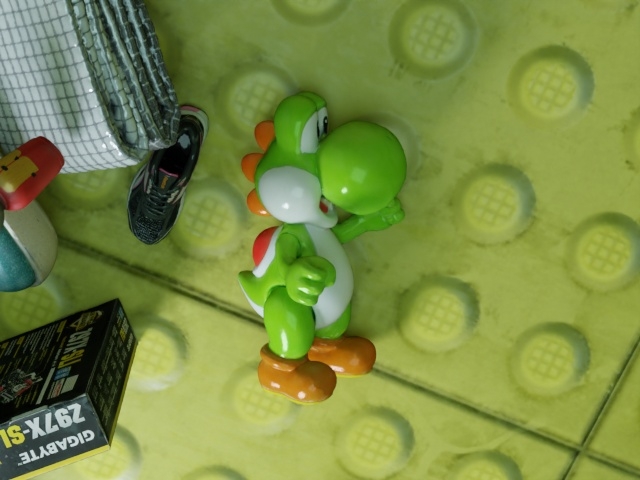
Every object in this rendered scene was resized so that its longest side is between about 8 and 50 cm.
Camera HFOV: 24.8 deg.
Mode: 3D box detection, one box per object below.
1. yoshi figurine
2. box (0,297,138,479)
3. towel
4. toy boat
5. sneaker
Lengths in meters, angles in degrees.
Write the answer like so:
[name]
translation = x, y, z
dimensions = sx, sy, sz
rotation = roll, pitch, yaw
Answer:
[yoshi figurine]
translation = 0.020, 0.005, 1.747
dimensions = 0.203, 0.203, 0.362
rotation = -6, 106, -17
[box]
translation = -0.358, 0.192, 1.712
dimensions = 0.257, 0.322, 0.079
rotation = -19, 106, 4
[towel]
translation = -0.292, -0.219, 1.636
dimensions = 0.235, 0.121, 0.284
rotation = -1, 113, 46
[toy boat]
translation = -0.399, -0.043, 1.647
dimensions = 0.148, 0.318, 0.267
rotation = -45, 106, -24
[sneaker]
translation = -0.191, -0.076, 1.760
dimensions = 0.072, 0.077, 0.178
rotation = 17, 107, -6
